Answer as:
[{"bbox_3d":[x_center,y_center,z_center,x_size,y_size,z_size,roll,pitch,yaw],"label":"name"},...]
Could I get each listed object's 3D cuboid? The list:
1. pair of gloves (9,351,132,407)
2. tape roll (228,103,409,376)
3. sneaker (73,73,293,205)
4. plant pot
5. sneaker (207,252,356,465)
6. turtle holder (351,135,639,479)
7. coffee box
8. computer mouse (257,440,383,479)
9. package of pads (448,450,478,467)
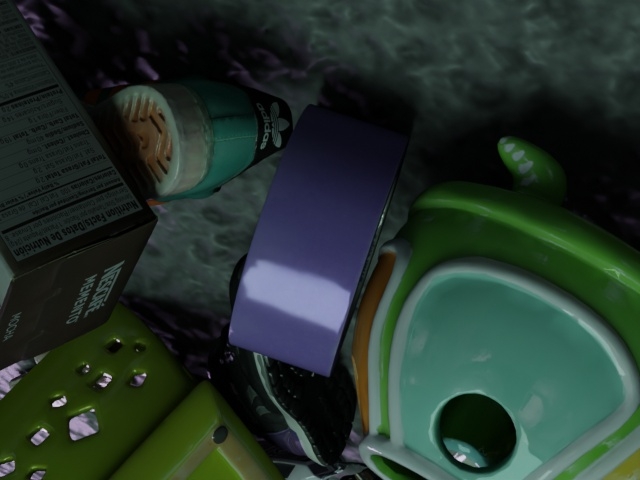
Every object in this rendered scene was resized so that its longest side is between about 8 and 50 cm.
[{"bbox_3d":[-0.314,0.112,1.474,0.204,0.042,0.240,-20,127,43],"label":"pair of gloves"},{"bbox_3d":[0.000,0.000,1.043,0.080,0.189,0.189,19,144,4],"label":"tape roll"},{"bbox_3d":[-0.137,-0.071,1.089,0.121,0.108,0.302,-8,-173,-36],"label":"sneaker"},{"bbox_3d":[-0.171,0.229,1.343,0.207,0.228,0.227,26,156,43],"label":"plant pot"},{"bbox_3d":[-0.062,0.110,1.297,0.124,0.107,0.283,11,144,23],"label":"sneaker"},{"bbox_3d":[0.167,0.108,0.998,0.320,0.227,0.243,38,162,-13],"label":"turtle holder"},{"bbox_3d":[-0.259,-0.072,1.019,0.297,0.118,0.168,55,146,13],"label":"coffee box"},{"bbox_3d":[-0.010,0.239,1.454,0.193,0.106,0.042,2,100,34],"label":"computer mouse"},{"bbox_3d":[0.276,0.184,1.222,0.296,0.101,0.229,23,146,-4],"label":"package of pads"}]
